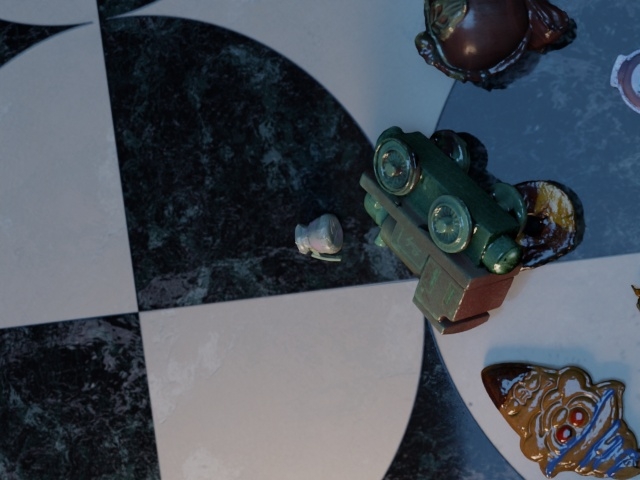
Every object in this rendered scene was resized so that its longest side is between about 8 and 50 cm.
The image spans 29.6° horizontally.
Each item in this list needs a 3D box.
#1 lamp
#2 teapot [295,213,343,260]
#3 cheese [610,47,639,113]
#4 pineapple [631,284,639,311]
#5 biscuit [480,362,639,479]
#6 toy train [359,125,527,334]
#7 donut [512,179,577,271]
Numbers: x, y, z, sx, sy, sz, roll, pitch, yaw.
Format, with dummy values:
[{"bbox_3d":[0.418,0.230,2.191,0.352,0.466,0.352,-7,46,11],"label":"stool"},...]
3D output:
[{"bbox_3d":[0.238,-0.343,1.783,0.223,0.151,0.215,-16,94,-24],"label":"lamp"},{"bbox_3d":[0.000,0.000,1.921,0.064,0.064,0.083,-10,121,27],"label":"teapot"},{"bbox_3d":[0.512,-0.222,1.736,0.190,0.042,0.105,16,99,15],"label":"cheese"},{"bbox_3d":[0.553,0.145,1.682,0.249,0.164,0.140,3,101,16],"label":"pineapple"},{"bbox_3d":[0.364,0.266,1.818,0.280,0.043,0.183,32,99,12],"label":"biscuit"},{"bbox_3d":[0.170,-0.025,1.792,0.304,0.150,0.222,49,136,33],"label":"toy train"},{"bbox_3d":[0.316,-0.022,1.805,0.140,0.059,0.141,1,93,20],"label":"donut"}]
